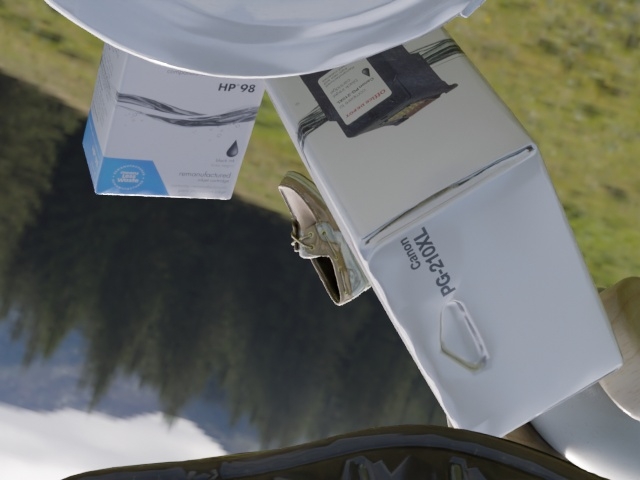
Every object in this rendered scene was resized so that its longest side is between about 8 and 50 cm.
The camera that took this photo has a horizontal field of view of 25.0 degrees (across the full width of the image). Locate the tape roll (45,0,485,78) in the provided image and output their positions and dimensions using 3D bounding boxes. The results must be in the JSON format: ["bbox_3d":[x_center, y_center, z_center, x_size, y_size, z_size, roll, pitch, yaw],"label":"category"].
[{"bbox_3d":[-0.010,-0.200,0.496,0.286,0.286,0.100,22,-161,-44],"label":"tape roll"}]

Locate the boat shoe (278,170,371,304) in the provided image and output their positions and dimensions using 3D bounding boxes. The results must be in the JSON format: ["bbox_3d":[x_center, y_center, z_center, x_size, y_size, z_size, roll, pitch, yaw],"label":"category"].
[{"bbox_3d":[0.000,0.000,1.284,0.135,0.045,0.050,56,158,-21],"label":"boat shoe"}]

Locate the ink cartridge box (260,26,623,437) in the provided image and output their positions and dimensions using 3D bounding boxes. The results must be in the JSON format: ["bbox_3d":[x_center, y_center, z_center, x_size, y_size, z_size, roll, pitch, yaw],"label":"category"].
[{"bbox_3d":[0.054,-0.030,0.792,0.172,0.100,0.237,60,-178,-40],"label":"ink cartridge box"}]

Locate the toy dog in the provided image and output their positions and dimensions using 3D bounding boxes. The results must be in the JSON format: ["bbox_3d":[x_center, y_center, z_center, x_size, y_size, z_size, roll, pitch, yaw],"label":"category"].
[{"bbox_3d":[0.222,0.098,0.950,0.220,0.161,0.334,-18,142,21],"label":"toy dog"}]

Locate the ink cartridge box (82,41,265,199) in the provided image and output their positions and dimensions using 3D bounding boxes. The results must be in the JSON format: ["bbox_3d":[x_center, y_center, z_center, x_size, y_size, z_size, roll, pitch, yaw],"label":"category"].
[{"bbox_3d":[-0.096,-0.115,1.000,0.104,0.180,0.060,1,-137,-21],"label":"ink cartridge box"}]

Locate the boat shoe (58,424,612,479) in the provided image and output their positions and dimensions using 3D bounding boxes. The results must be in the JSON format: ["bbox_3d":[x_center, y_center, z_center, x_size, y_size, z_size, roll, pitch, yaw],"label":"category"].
[{"bbox_3d":[0.019,0.136,0.644,0.307,0.111,0.104,1,172,26],"label":"boat shoe"}]
